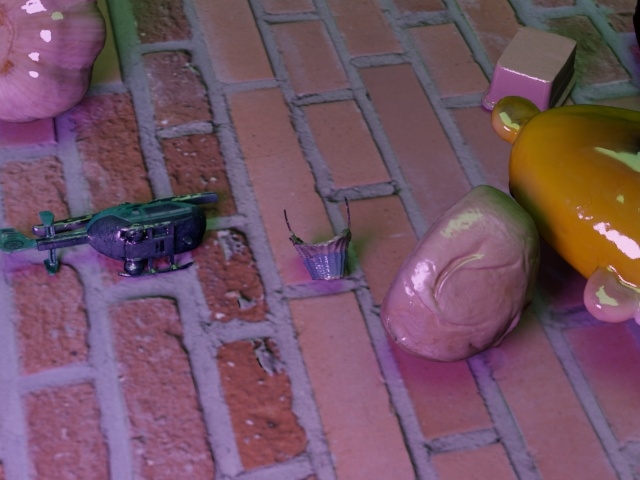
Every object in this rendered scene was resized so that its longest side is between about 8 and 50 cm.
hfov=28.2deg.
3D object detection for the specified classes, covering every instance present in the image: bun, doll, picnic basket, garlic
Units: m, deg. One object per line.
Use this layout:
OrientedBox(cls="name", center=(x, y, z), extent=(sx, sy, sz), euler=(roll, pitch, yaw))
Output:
OrientedBox(cls="bun", center=(0.141, 0.041, 1.183), extent=(0.113, 0.173, 0.166), euler=(37, 20, 14))
OrientedBox(cls="doll", center=(0.388, -0.005, 1.218), extent=(0.348, 0.161, 0.423), euler=(-12, 54, -18))
OrientedBox(cls="picnic basket", center=(0.000, 0.000, 1.273), extent=(0.065, 0.083, 0.083), euler=(-9, 86, 7))
OrientedBox(cls="garlic", center=(-0.322, -0.244, 1.456), extent=(0.219, 0.218, 0.212), euler=(21, 16, 18))

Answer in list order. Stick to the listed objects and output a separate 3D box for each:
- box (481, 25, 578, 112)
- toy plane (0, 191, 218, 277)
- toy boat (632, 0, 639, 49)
OrientedBox(cls="box", center=(0.252, -0.199, 1.514), extent=(0.089, 0.062, 0.122), euler=(20, 46, 18))
OrientedBox(cls="toy plane", center=(-0.207, -0.010, 1.282), extent=(0.235, 0.060, 0.096), euler=(-10, 36, -19))
OrientedBox(cls="toy boat", center=(0.468, -0.233, 1.533), extent=(0.142, 0.129, 0.309), euler=(23, 38, -22))
